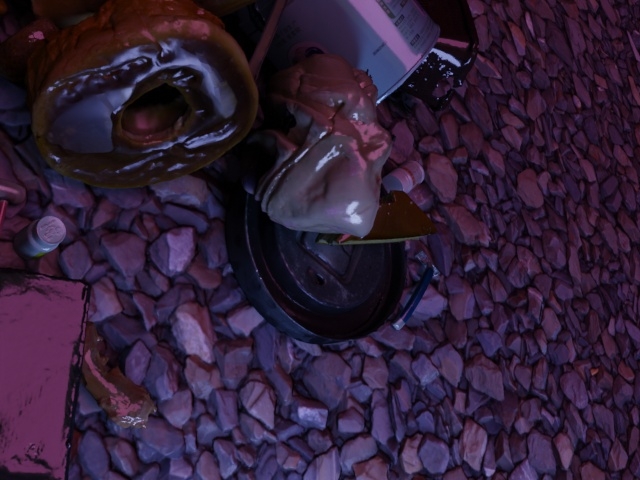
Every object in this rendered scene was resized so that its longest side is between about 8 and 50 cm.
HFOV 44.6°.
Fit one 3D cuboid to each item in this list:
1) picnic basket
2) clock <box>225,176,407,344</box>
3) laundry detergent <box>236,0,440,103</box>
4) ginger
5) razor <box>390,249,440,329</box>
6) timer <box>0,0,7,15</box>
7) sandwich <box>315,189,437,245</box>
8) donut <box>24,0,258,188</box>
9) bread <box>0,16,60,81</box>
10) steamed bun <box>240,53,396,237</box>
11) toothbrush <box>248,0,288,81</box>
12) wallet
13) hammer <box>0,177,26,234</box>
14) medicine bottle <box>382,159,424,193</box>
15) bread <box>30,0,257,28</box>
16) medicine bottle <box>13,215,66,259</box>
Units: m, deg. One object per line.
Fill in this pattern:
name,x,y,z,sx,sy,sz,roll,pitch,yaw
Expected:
picnic basket,0.219,-0.438,1.681,0.129,0.223,0.297,9,49,-17
clock,0.000,0.000,1.415,0.386,0.076,0.387,16,64,-36
laundry detergent,0.018,-0.416,1.441,0.305,0.287,0.287,46,49,-19
ginger,-0.297,0.194,1.093,0.069,0.051,0.173,-41,104,-46
razor,0.193,0.104,1.573,0.068,0.037,0.191,49,49,-18
timer,-0.549,-0.433,0.943,0.376,0.376,0.387,50,5,-16
sandwich,0.096,-0.038,1.398,0.244,0.090,0.089,-4,81,-40
donut,-0.256,-0.221,1.125,0.329,0.330,0.160,-1,55,-42
bread,-0.422,-0.265,1.113,0.060,0.113,0.082,54,41,-23
steamed bun,-0.018,-0.153,1.242,0.206,0.275,0.320,8,35,-12
toothbrush,-0.106,-0.309,1.329,0.026,0.294,0.028,28,26,4
wallet,-0.387,0.175,1.018,0.146,0.030,0.286,10,69,-22
hammer,-0.438,-0.043,1.074,0.052,0.031,0.083,18,69,-32
medicine bottle,0.173,-0.128,1.629,0.089,0.057,0.057,-35,98,-43
bread,-0.218,-0.477,1.152,0.361,0.394,0.250,-16,92,-55
medicine bottle,-0.384,-0.004,1.068,0.047,0.083,0.047,14,68,-38
